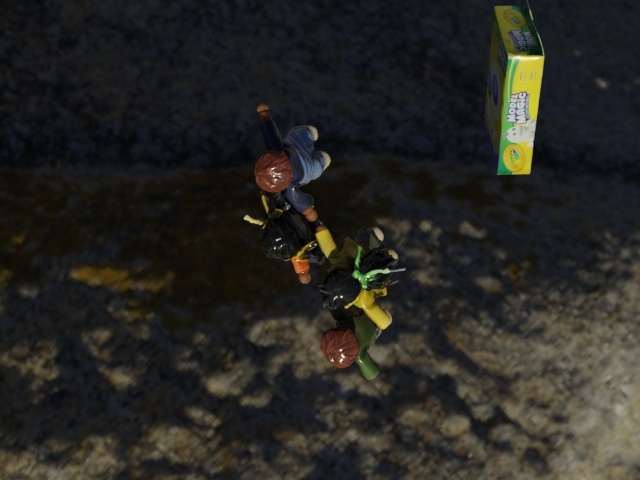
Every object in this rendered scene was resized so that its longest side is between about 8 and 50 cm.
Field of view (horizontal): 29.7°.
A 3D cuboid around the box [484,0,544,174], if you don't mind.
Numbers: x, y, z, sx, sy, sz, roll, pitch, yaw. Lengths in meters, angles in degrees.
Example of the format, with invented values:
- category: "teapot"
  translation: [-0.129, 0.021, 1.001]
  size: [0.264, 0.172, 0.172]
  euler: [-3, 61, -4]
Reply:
- category: "box"
  translation: [0.209, -0.171, 1.305]
  size: [0.043, 0.179, 0.105]
  euler: [-1, 41, -2]

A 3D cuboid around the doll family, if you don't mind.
- category: "doll family"
  translation: [0.000, 0.000, 0.812]
  size: [0.193, 0.076, 0.111]
  euler: [52, 22, -1]
